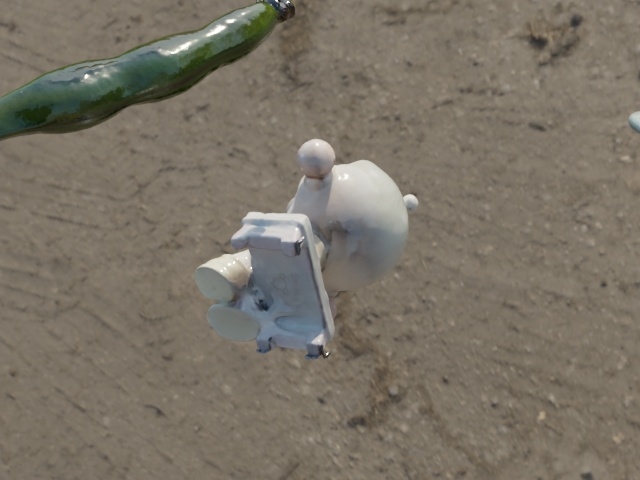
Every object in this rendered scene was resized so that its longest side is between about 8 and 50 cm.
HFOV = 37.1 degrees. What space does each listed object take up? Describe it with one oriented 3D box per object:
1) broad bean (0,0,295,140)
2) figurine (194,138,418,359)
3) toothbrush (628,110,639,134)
[{"bbox_3d":[-0.133,-0.128,0.729,0.297,0.043,0.060,-26,48,-23],"label":"broad bean"},{"bbox_3d":[0.007,-0.005,0.928,0.145,0.182,0.257,-16,18,39],"label":"figurine"},{"bbox_3d":[0.246,0.002,0.470,0.030,0.030,0.304,-33,37,-2],"label":"toothbrush"}]
